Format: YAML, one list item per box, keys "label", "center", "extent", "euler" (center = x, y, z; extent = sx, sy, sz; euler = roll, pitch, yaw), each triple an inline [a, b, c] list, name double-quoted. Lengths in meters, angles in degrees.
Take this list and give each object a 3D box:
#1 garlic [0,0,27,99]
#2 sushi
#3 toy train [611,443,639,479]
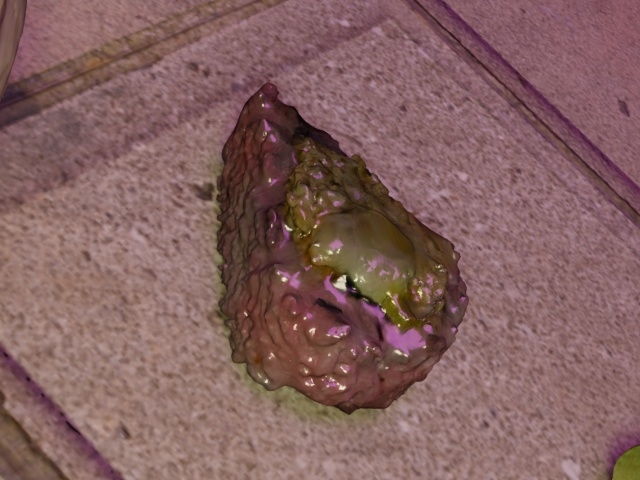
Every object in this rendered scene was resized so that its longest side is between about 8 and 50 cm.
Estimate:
- label: "garlic"
  center: [-0.323, -0.135, 0.632]
  extent: [0.322, 0.322, 0.241]
  euler: [21, 63, -18]
- label: "sushi"
  center: [0.017, 0.006, 0.865]
  extent: [0.161, 0.107, 0.241]
  euler: [14, 47, -29]
- label: "toy train"
  center: [0.369, 0.195, 0.916]
  extent: [0.307, 0.126, 0.189]
  euler: [-7, 58, -37]
